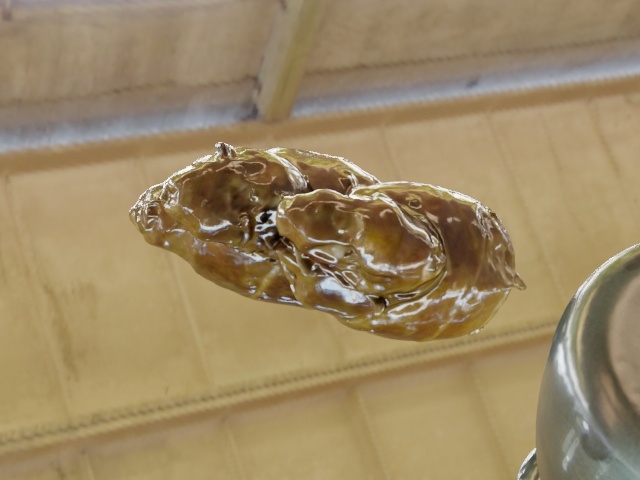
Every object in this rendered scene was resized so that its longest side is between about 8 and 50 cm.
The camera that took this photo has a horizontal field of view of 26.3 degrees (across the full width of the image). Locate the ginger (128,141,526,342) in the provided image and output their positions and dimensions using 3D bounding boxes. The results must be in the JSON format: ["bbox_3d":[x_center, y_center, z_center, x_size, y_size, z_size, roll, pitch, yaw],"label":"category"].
[{"bbox_3d":[-0.008,-0.001,1.271,0.357,0.153,0.274,15,-172,31],"label":"ginger"}]

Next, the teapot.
[{"bbox_3d":[0.266,0.140,0.965,0.305,0.285,0.223,-32,-115,-31],"label":"teapot"}]
